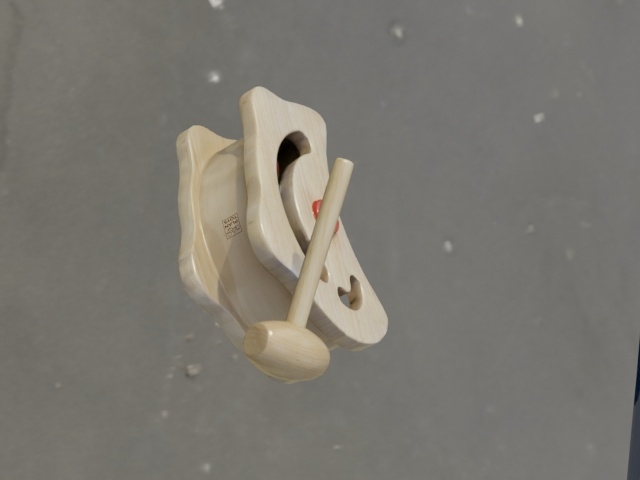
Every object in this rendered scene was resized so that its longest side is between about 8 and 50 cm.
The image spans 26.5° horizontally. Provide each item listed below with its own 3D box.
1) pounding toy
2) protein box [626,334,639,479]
[{"bbox_3d":[0.000,0.000,0.989,0.154,0.154,0.270,37,35,-41],"label":"pounding toy"},{"bbox_3d":[0.201,0.120,0.377,0.201,0.136,0.200,3,96,-9],"label":"protein box"}]
